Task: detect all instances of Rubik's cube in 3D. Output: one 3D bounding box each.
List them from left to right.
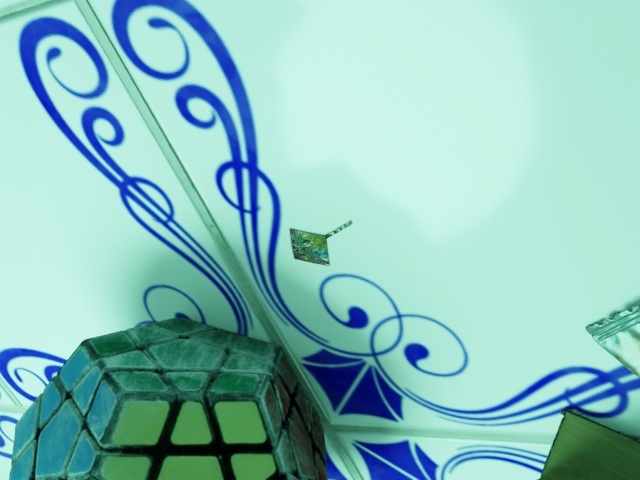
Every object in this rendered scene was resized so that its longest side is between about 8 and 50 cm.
[{"bbox_3d":[-0.140,0.230,0.921,0.264,0.319,0.319,29,146,-36],"label":"Rubik's cube"}]

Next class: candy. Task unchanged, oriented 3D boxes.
[{"bbox_3d":[0.271,0.097,0.710,0.136,0.038,0.088,43,152,1],"label":"candy"}]

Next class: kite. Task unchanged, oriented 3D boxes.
[{"bbox_3d":[0.003,0.005,0.818,0.078,0.002,0.044,-6,125,37],"label":"kite"}]

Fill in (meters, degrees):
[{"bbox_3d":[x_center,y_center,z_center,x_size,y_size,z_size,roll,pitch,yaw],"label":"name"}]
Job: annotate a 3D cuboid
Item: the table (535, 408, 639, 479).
[{"bbox_3d":[0.276,0.242,0.767,0.227,0.167,0.167,22,138,27],"label":"table"}]
